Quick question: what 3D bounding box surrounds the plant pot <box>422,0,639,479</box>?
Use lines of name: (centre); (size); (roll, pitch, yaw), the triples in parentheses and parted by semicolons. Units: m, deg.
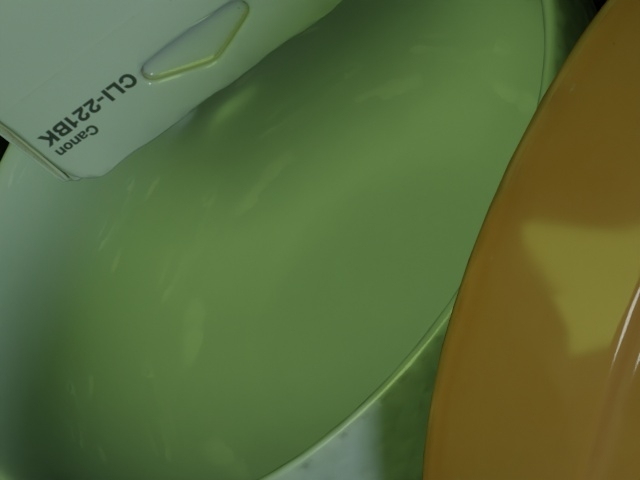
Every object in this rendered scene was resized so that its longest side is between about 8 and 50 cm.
plant pot: (0.199, 0.045, 0.710); (0.203, 0.291, 0.291); (23, 97, 29)

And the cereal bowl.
cereal bowl: (0.000, 0.000, 0.867); (0.339, 0.141, 0.339); (-25, 46, 29)

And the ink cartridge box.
ink cartridge box: (-0.091, -0.191, 0.904); (0.197, 0.114, 0.273); (-34, 43, 21)
